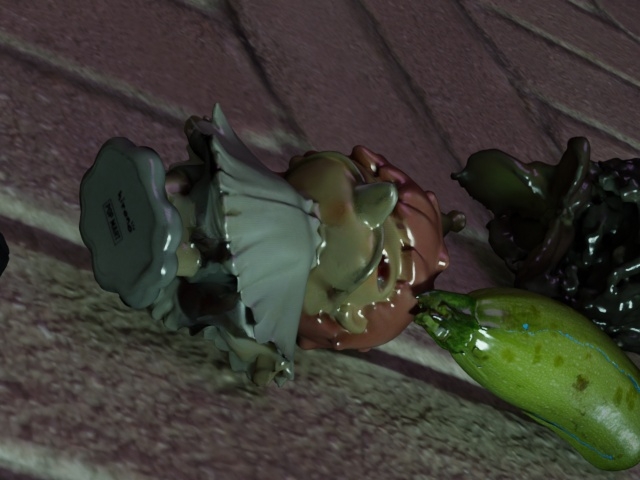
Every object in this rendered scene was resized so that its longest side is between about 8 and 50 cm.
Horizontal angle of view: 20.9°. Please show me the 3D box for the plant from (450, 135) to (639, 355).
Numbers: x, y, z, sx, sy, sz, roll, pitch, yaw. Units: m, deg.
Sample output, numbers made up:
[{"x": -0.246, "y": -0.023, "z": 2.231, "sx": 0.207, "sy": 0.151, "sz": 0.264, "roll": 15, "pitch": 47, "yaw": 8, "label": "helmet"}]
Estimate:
[{"x": 0.269, "y": 0.003, "z": 1.618, "sx": 0.234, "sy": 0.178, "sz": 0.204, "roll": 29, "pitch": 24, "yaw": -33, "label": "plant"}]

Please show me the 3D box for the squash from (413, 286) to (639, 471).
[{"x": 0.178, "y": 0.094, "z": 1.346, "sx": 0.341, "sy": 0.094, "sz": 0.094, "roll": 34, "pitch": 18, "yaw": -45, "label": "squash"}]

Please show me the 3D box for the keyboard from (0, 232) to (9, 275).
[{"x": -0.252, "y": 0.030, "z": 1.005, "sx": 0.106, "sy": 0.016, "sz": 0.262, "roll": 34, "pitch": 23, "yaw": -9, "label": "keyboard"}]

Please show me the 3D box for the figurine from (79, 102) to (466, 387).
[{"x": 0.000, "y": 0.000, "z": 1.246, "sx": 0.387, "sy": 0.166, "sz": 0.207, "roll": 5, "pitch": 57, "yaw": -46, "label": "figurine"}]
